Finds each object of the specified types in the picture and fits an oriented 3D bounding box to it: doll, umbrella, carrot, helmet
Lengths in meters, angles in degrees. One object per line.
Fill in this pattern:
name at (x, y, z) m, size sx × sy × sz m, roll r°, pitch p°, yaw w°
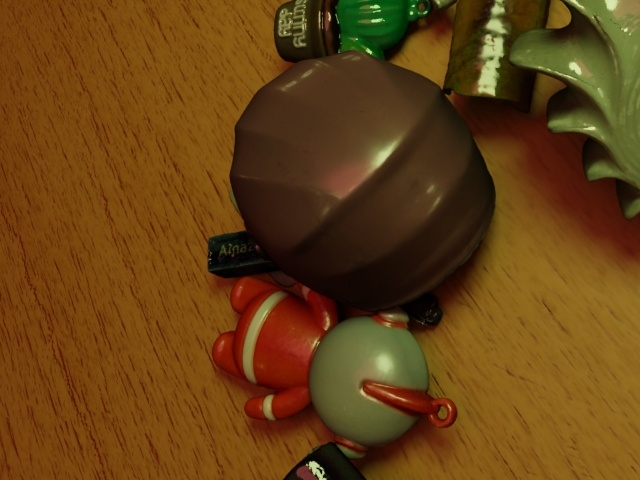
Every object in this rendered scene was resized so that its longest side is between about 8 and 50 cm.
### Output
doll at (0.010, 0.138, 0.763) m, size 0.336 × 0.105 × 0.200 m, roll 15°, pitch 84°, yaw 40°
umbrella at (0.086, 0.057, 0.774) m, size 0.133 × 0.031 × 0.036 m, roll 33°, pitch 95°, yaw 31°
carrot at (0.211, -0.290, 0.743) m, size 0.114 × 0.114 × 0.302 m, roll 9°, pitch 85°, yaw 32°
helmet at (0.017, -0.091, 0.718) m, size 0.271 × 0.197 × 0.338 m, roll -46°, pitch 51°, yaw -4°

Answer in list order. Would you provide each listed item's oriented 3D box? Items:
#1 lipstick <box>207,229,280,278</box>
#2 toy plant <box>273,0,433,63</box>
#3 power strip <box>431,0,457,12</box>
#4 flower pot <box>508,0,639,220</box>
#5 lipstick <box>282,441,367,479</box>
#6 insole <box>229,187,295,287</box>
lipstick at (0.000, 0.000, 0.822) m, size 0.312 × 0.051 × 0.051 m, roll -10°, pitch 68°, yaw 26°
toy plant at (0.042, -0.267, 0.841) m, size 0.200 × 0.105 × 0.143 m, roll 1°, pitch 84°, yaw 19°
power strip at (0.130, -0.343, 0.815) m, size 0.030 × 0.047 × 0.191 m, roll -24°, pitch 49°, yaw 15°
flower pot at (0.359, -0.185, 0.530) m, size 0.367 × 0.164 × 0.254 m, roll -36°, pitch 98°, yaw 33°
lipstick at (0.078, 0.325, 0.629) m, size 0.299 × 0.081 × 0.081 m, roll 45°, pitch 101°, yaw 23°
insole at (-0.075, -0.016, 0.901) m, size 0.064 × 0.004 × 0.188 m, roll -41°, pitch 62°, yaw 14°
